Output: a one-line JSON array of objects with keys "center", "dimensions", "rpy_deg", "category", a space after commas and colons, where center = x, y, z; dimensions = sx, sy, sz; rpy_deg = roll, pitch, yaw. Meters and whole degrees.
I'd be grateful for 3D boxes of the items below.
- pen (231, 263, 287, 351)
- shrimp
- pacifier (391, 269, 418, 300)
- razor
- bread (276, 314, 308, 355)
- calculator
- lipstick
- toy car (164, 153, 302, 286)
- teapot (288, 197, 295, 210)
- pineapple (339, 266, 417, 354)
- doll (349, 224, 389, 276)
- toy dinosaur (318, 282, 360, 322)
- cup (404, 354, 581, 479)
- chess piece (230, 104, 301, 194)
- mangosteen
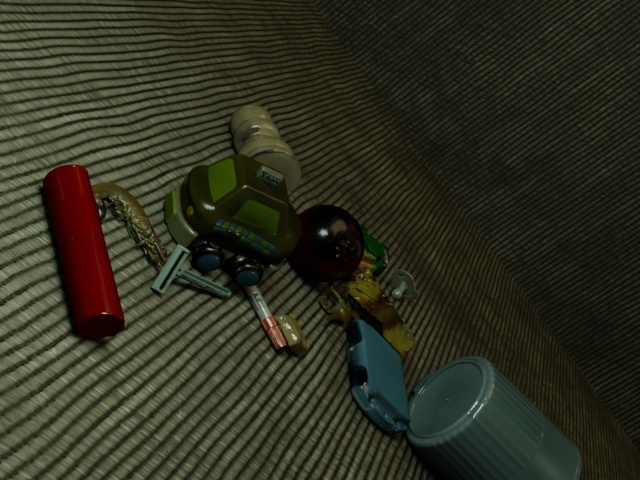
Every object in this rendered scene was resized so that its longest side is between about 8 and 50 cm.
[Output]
[{"center": [-0.125, 0.103, 1.810], "dimensions": [0.028, 0.028, 0.239], "rpy_deg": [14, 43, -62], "category": "pen"}, {"center": [-0.317, -0.028, 1.571], "dimensions": [0.178, 0.034, 0.124], "rpy_deg": [59, 22, 16], "category": "shrimp"}, {"center": [0.210, 0.126, 2.521], "dimensions": [0.078, 0.081, 0.099], "rpy_deg": [-46, 126, -38], "category": "pacifier"}, {"center": [-0.212, 0.068, 1.638], "dimensions": [0.036, 0.084, 0.211], "rpy_deg": [32, -1, 25], "category": "razor"}, {"center": [-0.053, 0.179, 1.817], "dimensions": [0.070, 0.035, 0.083], "rpy_deg": [63, 1, 20], "category": "bread"}, {"center": [0.119, 0.283, 2.041], "dimensions": [0.173, 0.051, 0.293], "rpy_deg": [44, 21, -24], "category": "calculator"}, {"center": [-0.344, 0.011, 1.389], "dimensions": [0.073, 0.073, 0.279], "rpy_deg": [29, 33, -51], "category": "lipstick"}, {"center": [-0.137, -0.056, 1.754], "dimensions": [0.248, 0.198, 0.204], "rpy_deg": [25, 35, -31], "category": "toy car"}, {"center": [-0.110, -0.066, 2.037], "dimensions": [0.092, 0.091, 0.124], "rpy_deg": [50, 25, -15], "category": "teapot"}, {"center": [0.128, 0.154, 2.197], "dimensions": [0.233, 0.079, 0.135], "rpy_deg": [55, 3, -12], "category": "pineapple"}, {"center": [0.078, 0.031, 2.285], "dimensions": [0.186, 0.106, 0.134], "rpy_deg": [-8, 57, -51], "category": "doll"}, {"center": [0.047, 0.166, 2.092], "dimensions": [0.126, 0.039, 0.162], "rpy_deg": [47, 22, -24], "category": "toy dinosaur"}, {"center": [0.365, 0.412, 2.091], "dimensions": [0.311, 0.257, 0.331], "rpy_deg": [45, 23, -21], "category": "cup"}, {"center": [-0.139, -0.218, 2.175], "dimensions": [0.143, 0.143, 0.261], "rpy_deg": [38, 21, -39], "category": "chess piece"}, {"center": [0.000, 0.000, 2.094], "dimensions": [0.200, 0.200, 0.200], "rpy_deg": [46, 21, -23], "category": "mangosteen"}]
